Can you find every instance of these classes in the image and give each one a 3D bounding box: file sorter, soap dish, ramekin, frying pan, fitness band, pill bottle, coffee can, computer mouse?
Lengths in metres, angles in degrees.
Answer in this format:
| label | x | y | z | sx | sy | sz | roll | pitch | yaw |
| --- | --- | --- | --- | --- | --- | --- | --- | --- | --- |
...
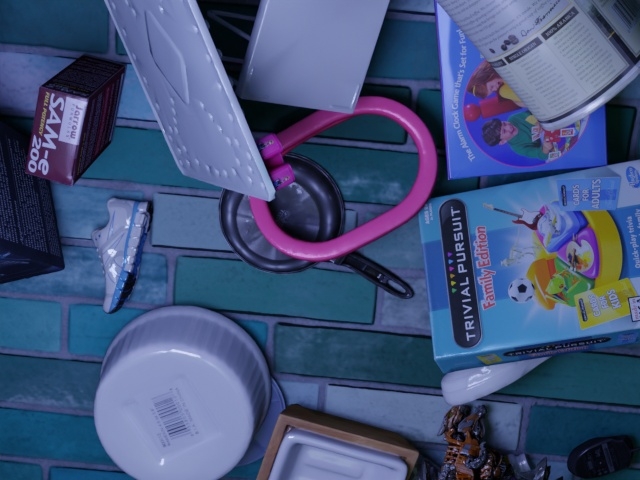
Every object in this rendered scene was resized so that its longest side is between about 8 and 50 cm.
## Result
| label | x | y | z | sx | sy | sz | roll | pitch | yaw |
| --- | --- | --- | --- | --- | --- | --- | --- | --- | --- |
| file sorter | -0.034 | -0.343 | 1.717 | 0.193 | 0.173 | 0.277 | 3 | 114 | -38 |
| soap dish | 0.004 | 0.409 | 2.007 | 0.229 | 0.118 | 0.290 | 16 | 116 | -6 |
| ramekin | -0.220 | 0.252 | 1.943 | 0.277 | 0.135 | 0.277 | 1 | 108 | 3 |
| frying pan | -0.026 | 0.014 | 1.933 | 0.197 | 0.053 | 0.326 | -33 | 101 | 14 |
| fitness band | 0.033 | -0.092 | 1.842 | 0.291 | 0.054 | 0.209 | -28 | 85 | 4 |
| pill bottle | 0.300 | 0.376 | 2.036 | 0.083 | 0.043 | 0.043 | -23 | 106 | 11 |
| coffee can | 0.285 | -0.311 | 1.635 | 0.201 | 0.201 | 0.275 | -39 | 102 | 15 |
| computer mouse | 0.513 | 0.325 | 2.014 | 0.242 | 0.041 | 0.071 | -17 | 116 | 2 |

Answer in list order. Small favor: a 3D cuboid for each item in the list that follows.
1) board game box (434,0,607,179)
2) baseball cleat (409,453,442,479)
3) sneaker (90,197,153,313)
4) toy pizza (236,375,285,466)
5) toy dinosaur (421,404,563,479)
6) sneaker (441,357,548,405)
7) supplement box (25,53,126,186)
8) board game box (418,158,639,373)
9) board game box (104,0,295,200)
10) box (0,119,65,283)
| label | x | y | z | sx | sy | sz | roll | pitch | yaw |
| --- | --- | --- | --- | --- | --- | --- | --- | --- | --- |
| board game box | 0.286 | -0.272 | 1.797 | 0.233 | 0.078 | 0.347 | -4 | 109 | 5 |
| baseball cleat | 0.192 | 0.427 | 2.025 | 0.206 | 0.109 | 0.072 | 36 | 114 | -7 |
| sneaker | -0.322 | 0.020 | 1.945 | 0.083 | 0.071 | 0.190 | 16 | 101 | 4 |
| toy pizza | -0.156 | 0.276 | 2.035 | 0.201 | 0.032 | 0.201 | 1 | 107 | 3 |
| toy dinosaur | 0.265 | 0.418 | 1.947 | 0.218 | 0.164 | 0.321 | -8 | 87 | 18 |
| sneaker | 0.283 | 0.119 | 1.924 | 0.293 | 0.108 | 0.169 | -33 | 103 | 3 |
| supplement box | -0.347 | -0.177 | 1.781 | 0.073 | 0.239 | 0.130 | 14 | 109 | -1 |
| board game box | 0.321 | 0.039 | 1.805 | 0.336 | 0.079 | 0.253 | -10 | 66 | 13 |
| board game box | -0.188 | -0.256 | 1.688 | 0.050 | 0.390 | 0.389 | -27 | 108 | -18 |
| box | -0.570 | -0.045 | 1.731 | 0.294 | 0.395 | 0.212 | -13 | 81 | 6 |
